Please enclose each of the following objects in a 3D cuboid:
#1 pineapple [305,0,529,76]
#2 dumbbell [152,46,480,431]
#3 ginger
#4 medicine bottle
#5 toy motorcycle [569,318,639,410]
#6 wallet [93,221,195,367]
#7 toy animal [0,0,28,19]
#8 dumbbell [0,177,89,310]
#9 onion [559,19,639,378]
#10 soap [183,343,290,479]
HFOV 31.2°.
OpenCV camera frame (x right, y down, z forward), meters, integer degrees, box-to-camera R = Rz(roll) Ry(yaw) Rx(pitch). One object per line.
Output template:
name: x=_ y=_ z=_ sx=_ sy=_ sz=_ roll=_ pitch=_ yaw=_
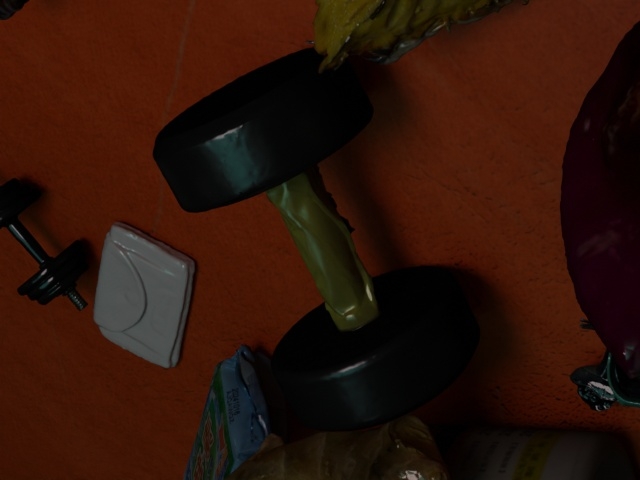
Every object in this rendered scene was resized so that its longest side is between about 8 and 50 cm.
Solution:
pineapple: x=0.121 y=-0.283 z=0.901 sx=0.334 sy=0.158 sz=0.161 roll=-53 pitch=46 yaw=37
dumbbell: x=0.000 y=0.000 z=1.085 sx=0.203 sy=0.204 sz=0.323 roll=-15 pitch=110 yaw=37
ginger: x=0.011 y=0.241 z=1.117 sx=0.294 sy=0.086 sz=0.131 roll=-15 pitch=67 yaw=42
medicine bottle: x=0.137 y=0.294 z=1.182 sx=0.339 sy=0.208 sz=0.208 roll=-3 pitch=116 yaw=33
toy motorcycle: x=0.316 y=0.122 z=1.066 sx=0.173 sy=0.058 sz=0.100 roll=5 pitch=114 yaw=28
wallet: x=-0.215 y=0.070 z=1.377 sx=0.124 sy=0.032 sz=0.183 roll=26 pitch=128 yaw=12
toy animal: x=-0.279 y=-0.291 z=1.094 sx=0.089 sy=0.188 sz=0.179 roll=43 pitch=97 yaw=7
dumbbell: x=-0.350 y=0.001 z=1.371 sx=0.099 sy=0.099 sz=0.208 roll=-32 pitch=100 yaw=41
onion: x=0.306 y=-0.048 z=0.710 sx=0.398 sy=0.420 sz=0.399 roll=-17 pitch=64 yaw=38
soap: x=-0.100 y=0.264 z=1.350 sx=0.077 sy=0.156 sz=0.293 roll=5 pitch=130 yaw=-18
